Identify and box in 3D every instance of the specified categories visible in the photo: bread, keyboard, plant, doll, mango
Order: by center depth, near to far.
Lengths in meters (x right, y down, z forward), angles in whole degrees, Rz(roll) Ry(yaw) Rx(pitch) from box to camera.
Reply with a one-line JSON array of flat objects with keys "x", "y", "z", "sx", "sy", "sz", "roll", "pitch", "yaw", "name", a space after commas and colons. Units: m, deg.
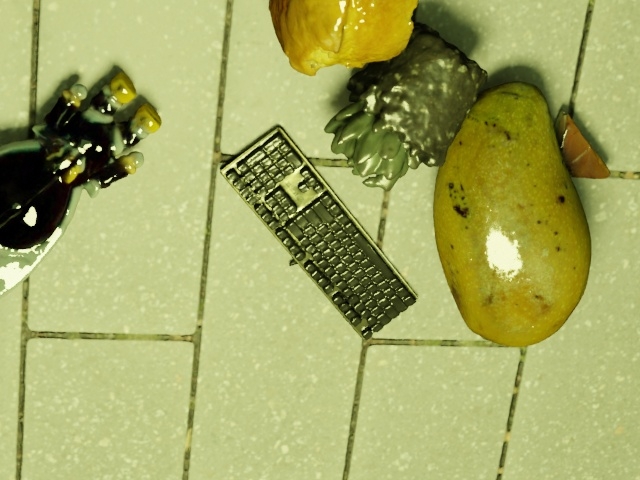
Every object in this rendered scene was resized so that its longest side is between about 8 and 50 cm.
[{"x": 0.023, "y": -0.313, "z": 1.676, "sx": 0.146, "sy": 0.268, "sz": 0.268, "roll": -3, "pitch": 116, "yaw": -14, "name": "bread"}, {"x": -0.333, "y": -0.072, "z": 1.803, "sx": 0.316, "sy": 0.103, "sz": 0.145, "roll": -39, "pitch": 132, "yaw": 0, "name": "doll"}, {"x": 0.099, "y": -0.156, "z": 1.832, "sx": 0.129, "sy": 0.132, "sz": 0.194, "roll": 37, "pitch": 99, "yaw": -20, "name": "plant"}, {"x": 0.232, "y": -0.025, "z": 1.903, "sx": 0.176, "sy": 0.176, "sz": 0.329, "roll": -32, "pitch": 120, "yaw": -30, "name": "mango"}, {"x": 0.314, "y": -0.109, "z": 1.942, "sx": 0.062, "sy": 0.043, "sz": 0.109, "roll": -36, "pitch": 118, "yaw": 6, "name": "bread"}, {"x": 0.000, "y": 0.000, "z": 1.945, "sx": 0.106, "sy": 0.027, "sz": 0.317, "roll": -37, "pitch": 117, "yaw": 7, "name": "keyboard"}]
